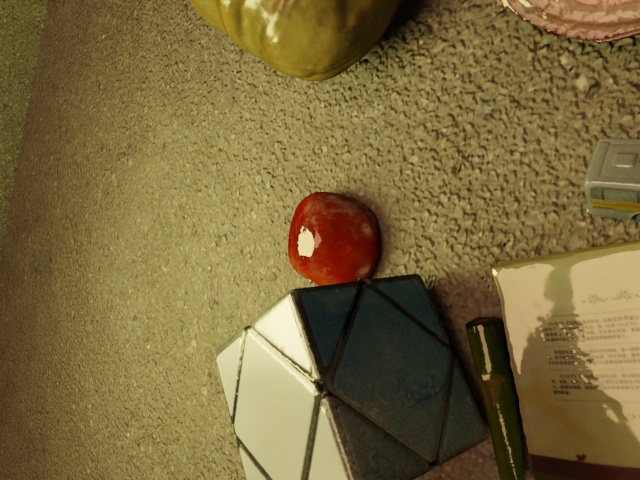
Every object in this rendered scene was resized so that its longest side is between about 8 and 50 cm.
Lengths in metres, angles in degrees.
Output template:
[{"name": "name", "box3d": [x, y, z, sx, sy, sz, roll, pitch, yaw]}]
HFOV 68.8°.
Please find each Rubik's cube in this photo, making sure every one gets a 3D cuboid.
[{"name": "Rubik's cube", "box3d": [0.025, 0.175, 0.546, 0.207, 0.205, 0.205, -41, 60, 45]}]

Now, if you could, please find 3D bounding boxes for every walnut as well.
[{"name": "walnut", "box3d": [-0.027, -0.364, 0.595, 0.277, 0.281, 0.253, -52, 16, 22]}]

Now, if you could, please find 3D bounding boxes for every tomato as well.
[{"name": "tomato", "box3d": [0.000, 0.000, 0.670, 0.159, 0.091, 0.139, 36, 111, 40]}]

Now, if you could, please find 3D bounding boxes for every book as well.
[{"name": "book", "box3d": [0.287, 0.148, 0.444, 0.201, 0.026, 0.290, -14, 79, 41]}]

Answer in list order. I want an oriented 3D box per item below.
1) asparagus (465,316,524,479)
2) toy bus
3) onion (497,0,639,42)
[{"name": "asparagus", "box3d": [0.198, 0.175, 0.515, 0.041, 0.045, 0.179, -13, 81, 23]}, {"name": "toy bus", "box3d": [0.322, -0.045, 0.376, 0.190, 0.075, 0.064, 12, 70, 43]}, {"name": "onion", "box3d": [0.284, -0.316, 0.421, 0.249, 0.111, 0.248, 24, 124, 29]}]
